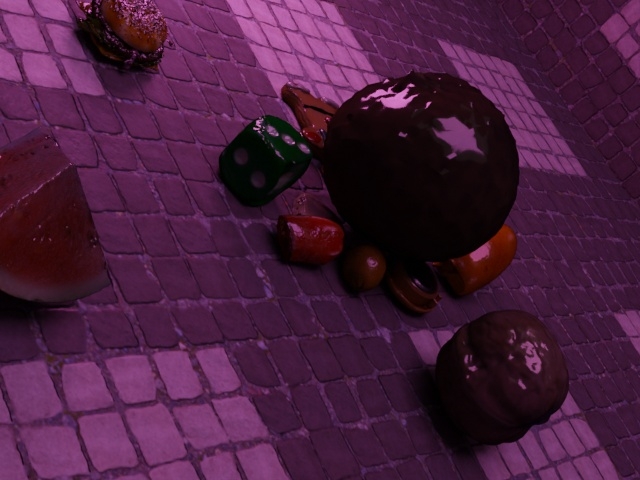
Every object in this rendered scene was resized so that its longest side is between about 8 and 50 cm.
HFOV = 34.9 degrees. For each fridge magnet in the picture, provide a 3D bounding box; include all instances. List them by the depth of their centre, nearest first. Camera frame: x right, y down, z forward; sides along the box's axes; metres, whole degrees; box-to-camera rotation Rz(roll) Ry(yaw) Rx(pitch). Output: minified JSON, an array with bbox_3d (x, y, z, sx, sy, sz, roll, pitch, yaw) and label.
[{"bbox_3d":[0.185,0.081,2.043,0.143,0.063,0.143,31,38,-28],"label":"fridge magnet"}]

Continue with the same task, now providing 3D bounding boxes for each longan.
[{"bbox_3d":[0.200,-0.150,1.980,0.391,0.391,0.391,33,34,-25],"label":"longan"}]

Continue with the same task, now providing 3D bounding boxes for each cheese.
[{"bbox_3d":[0.027,-0.019,1.981,0.192,0.037,0.097,33,34,-26],"label":"cheese"}]

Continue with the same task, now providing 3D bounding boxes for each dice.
[{"bbox_3d":[-0.102,-0.147,1.870,0.120,0.131,0.128,49,31,5],"label":"dice"}]

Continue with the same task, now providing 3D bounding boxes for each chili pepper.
[{"bbox_3d":[0.000,0.000,1.876,0.192,0.086,0.084,4,23,-39],"label":"chili pepper"}]

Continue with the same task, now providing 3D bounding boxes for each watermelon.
[{"bbox_3d":[-0.391,-0.027,1.333,0.256,0.176,0.260,46,52,11],"label":"watermelon"}]

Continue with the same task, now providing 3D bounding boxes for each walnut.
[{"bbox_3d":[0.327,0.245,1.857,0.248,0.248,0.248,33,34,-25],"label":"walnut"}]

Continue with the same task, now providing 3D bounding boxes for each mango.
[{"bbox_3d":[0.348,0.030,2.240,0.252,0.154,0.126,-31,88,-46],"label":"mango"}]

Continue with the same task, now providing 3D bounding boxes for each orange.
[{"bbox_3d":[0.082,0.053,1.925,0.085,0.085,0.095,37,54,-19],"label":"orange"}]

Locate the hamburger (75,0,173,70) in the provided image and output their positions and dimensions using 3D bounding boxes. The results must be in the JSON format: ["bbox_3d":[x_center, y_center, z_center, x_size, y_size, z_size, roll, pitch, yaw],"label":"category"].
[{"bbox_3d":[-0.354,-0.394,1.862,0.164,0.093,0.189,56,33,11],"label":"hamburger"}]

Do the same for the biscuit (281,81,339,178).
[{"bbox_3d":[0.024,-0.213,2.193,0.197,0.049,0.301,14,45,-41],"label":"biscuit"}]
